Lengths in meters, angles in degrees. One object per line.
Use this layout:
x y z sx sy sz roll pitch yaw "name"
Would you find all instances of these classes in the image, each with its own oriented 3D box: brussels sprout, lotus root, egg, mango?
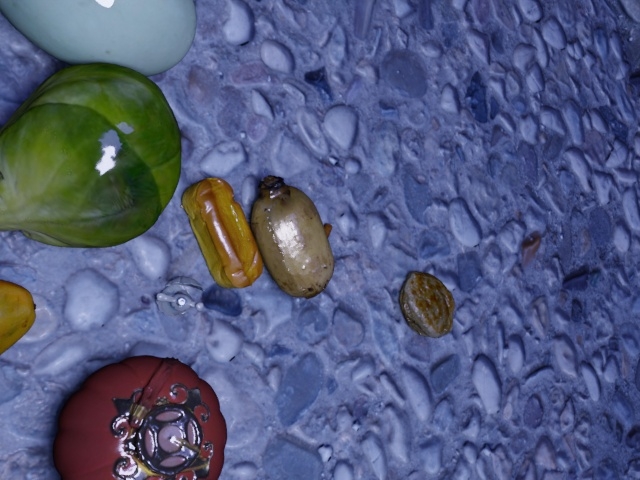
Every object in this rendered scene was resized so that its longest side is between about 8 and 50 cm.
-0.409 -0.130 1.171 0.355 0.281 0.289 -21 134 -10 "brussels sprout"
-0.066 -0.008 1.478 0.160 0.146 0.284 -47 121 -56 "lotus root"
-0.405 -0.445 1.210 0.389 0.276 0.276 24 72 -34 "egg"
-0.598 0.154 1.115 0.253 0.113 0.138 -38 111 -24 "mango"

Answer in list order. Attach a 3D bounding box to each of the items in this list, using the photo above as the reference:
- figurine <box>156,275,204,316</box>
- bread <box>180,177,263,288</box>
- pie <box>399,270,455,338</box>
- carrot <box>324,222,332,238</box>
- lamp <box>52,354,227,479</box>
-0.281 0.112 1.351 0.095 0.086 0.082 11 80 -33 "figurine"
-0.202 -0.013 1.419 0.102 0.094 0.245 -28 100 -39 "bread"
0.275 0.164 1.737 0.193 0.079 0.163 53 55 -16 "pie"
0.000 0.000 1.593 0.032 0.032 0.093 43 58 -23 "carrot"
-0.312 0.355 1.195 0.303 0.257 0.303 11 69 -31 "lamp"
